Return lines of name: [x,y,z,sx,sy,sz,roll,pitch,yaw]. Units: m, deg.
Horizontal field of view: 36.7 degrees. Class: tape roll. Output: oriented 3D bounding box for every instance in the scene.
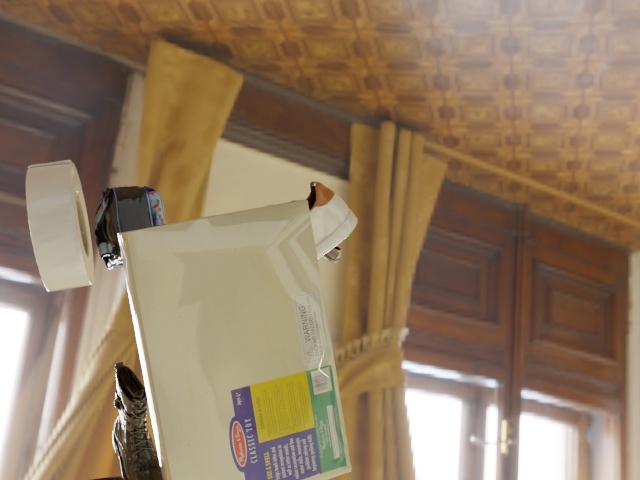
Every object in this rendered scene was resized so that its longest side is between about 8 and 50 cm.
tape roll: [-0.581,-0.032,2.160,0.100,0.286,0.286,-9,163,-7]

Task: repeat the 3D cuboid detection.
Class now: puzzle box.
puzzle box: [-0.114,0.164,1.349,0.272,0.408,0.052,-11,-175,-27]

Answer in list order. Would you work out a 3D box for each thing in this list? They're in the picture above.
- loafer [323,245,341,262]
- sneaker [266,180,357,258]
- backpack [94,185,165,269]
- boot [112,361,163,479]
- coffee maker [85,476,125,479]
loafer: [0.000,0.000,2.225,0.125,0.045,0.039,39,131,17]
sneaker: [-0.085,0.014,1.584,0.123,0.290,0.106,50,175,-20]
backpack: [-0.391,-0.020,1.949,0.117,0.158,0.173,-6,169,-27]
boot: [-0.417,0.432,2.193,0.091,0.263,0.229,-16,135,-30]
coffee maker: [-0.349,0.481,1.578,0.171,0.178,0.120,-26,157,20]
